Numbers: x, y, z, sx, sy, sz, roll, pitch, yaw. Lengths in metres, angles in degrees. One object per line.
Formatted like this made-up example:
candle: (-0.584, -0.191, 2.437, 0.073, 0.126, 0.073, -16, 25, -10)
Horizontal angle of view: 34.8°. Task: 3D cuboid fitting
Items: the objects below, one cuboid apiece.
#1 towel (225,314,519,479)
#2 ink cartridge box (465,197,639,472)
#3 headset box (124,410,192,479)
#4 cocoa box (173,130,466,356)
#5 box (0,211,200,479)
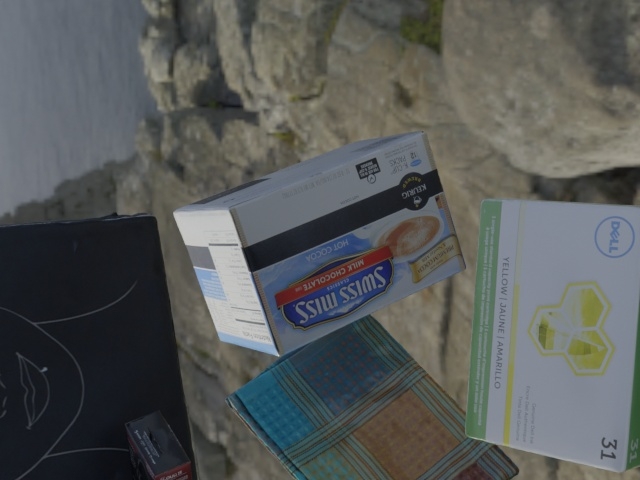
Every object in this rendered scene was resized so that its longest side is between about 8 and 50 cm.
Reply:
towel: (0.075, 0.284, 1.518, 0.370, 0.271, 0.040, 44, 154, 25)
ink cartridge box: (0.210, 0.063, 0.653, 0.235, 0.056, 0.171, 6, 93, 42)
headset box: (-0.128, 0.183, 0.814, 0.062, 0.032, 0.083, 47, 148, 41)
cocoa box: (0.000, 0.000, 1.552, 0.231, 0.347, 0.228, 1, 112, 63)
box: (-0.374, 0.248, 0.910, 0.297, 0.472, 0.479, -28, 70, 60)
